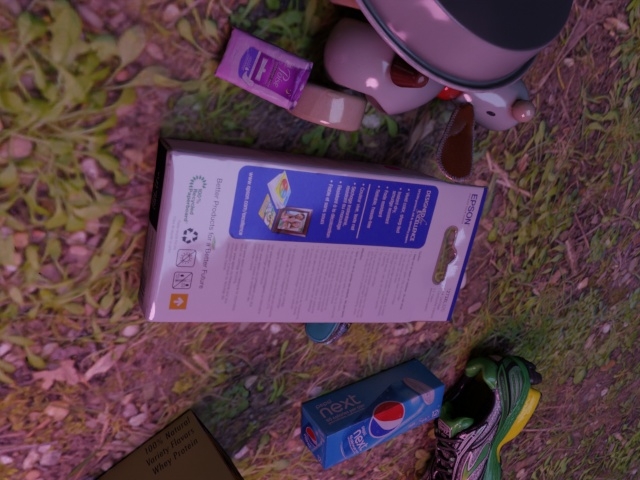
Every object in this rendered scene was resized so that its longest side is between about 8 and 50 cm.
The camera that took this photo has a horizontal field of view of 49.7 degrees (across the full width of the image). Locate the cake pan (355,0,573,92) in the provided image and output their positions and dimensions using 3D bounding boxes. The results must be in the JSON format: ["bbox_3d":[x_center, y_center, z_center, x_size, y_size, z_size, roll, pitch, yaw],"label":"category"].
[{"bbox_3d":[0.131,-0.282,0.621,0.293,0.054,0.293,8,76,-34],"label":"cake pan"}]

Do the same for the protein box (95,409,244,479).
[{"bbox_3d":[-0.165,0.353,0.802,0.199,0.201,0.136,-36,132,-13],"label":"protein box"}]

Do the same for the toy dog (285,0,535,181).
[{"bbox_3d":[0.132,-0.171,0.724,0.333,0.161,0.220,-16,126,-28],"label":"toy dog"}]

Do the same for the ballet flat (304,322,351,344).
[{"bbox_3d":[0.043,0.047,0.873,0.070,0.070,0.188,27,101,-43],"label":"ballet flat"}]

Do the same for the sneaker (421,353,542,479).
[{"bbox_3d":[0.228,0.338,1.153,0.146,0.134,0.344,19,96,-35],"label":"sneaker"}]

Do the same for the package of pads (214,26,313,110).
[{"bbox_3d":[-0.054,-0.162,0.655,0.083,0.032,0.050,25,106,1],"label":"package of pads"}]

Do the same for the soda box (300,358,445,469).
[{"bbox_3d":[0.077,0.248,1.005,0.210,0.071,0.067,-16,126,-28],"label":"soda box"}]

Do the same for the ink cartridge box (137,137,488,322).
[{"bbox_3d":[0.000,0.000,0.750,0.370,0.069,0.176,4,109,-25],"label":"ink cartridge box"}]
